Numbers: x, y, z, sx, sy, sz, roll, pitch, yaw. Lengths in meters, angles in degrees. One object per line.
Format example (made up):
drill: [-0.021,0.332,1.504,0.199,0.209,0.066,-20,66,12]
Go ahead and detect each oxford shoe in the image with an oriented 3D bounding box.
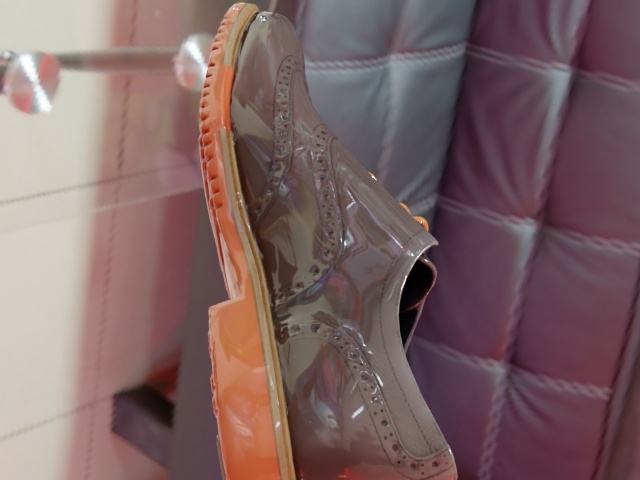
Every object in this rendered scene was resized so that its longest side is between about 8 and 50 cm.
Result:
oxford shoe: [0.000,0.000,0.567,0.097,0.098,0.271,82,0,-57]
